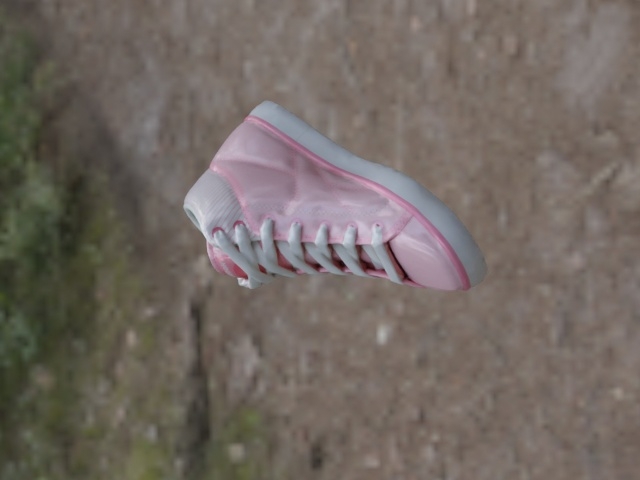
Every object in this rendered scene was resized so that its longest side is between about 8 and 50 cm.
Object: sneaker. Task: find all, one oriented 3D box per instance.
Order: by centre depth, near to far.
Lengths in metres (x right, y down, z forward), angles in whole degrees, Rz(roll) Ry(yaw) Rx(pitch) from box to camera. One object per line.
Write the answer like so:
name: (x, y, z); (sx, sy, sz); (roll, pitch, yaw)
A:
sneaker: (0.000, 0.000, 0.775); (0.134, 0.070, 0.051); (32, 160, 37)
